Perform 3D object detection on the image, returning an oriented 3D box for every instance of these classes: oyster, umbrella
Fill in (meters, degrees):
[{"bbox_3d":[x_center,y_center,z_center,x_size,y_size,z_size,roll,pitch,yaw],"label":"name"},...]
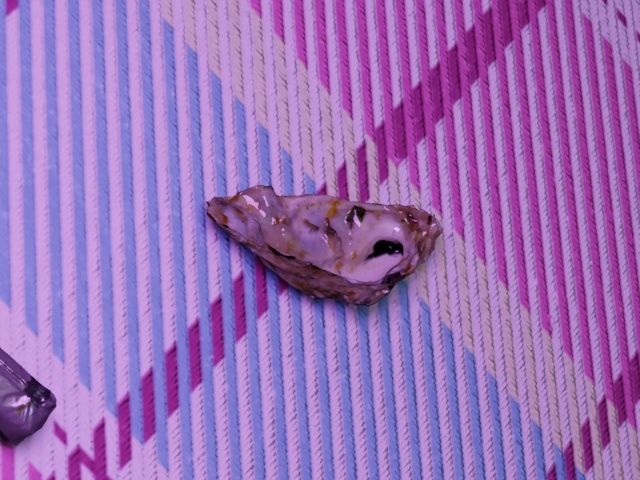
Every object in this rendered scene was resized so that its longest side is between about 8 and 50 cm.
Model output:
[{"bbox_3d":[-0.001,-0.002,2.094,0.294,0.094,0.166,17,49,-13],"label":"oyster"},{"bbox_3d":[-0.413,0.080,1.843,0.337,0.073,0.067,44,40,-9],"label":"umbrella"}]
